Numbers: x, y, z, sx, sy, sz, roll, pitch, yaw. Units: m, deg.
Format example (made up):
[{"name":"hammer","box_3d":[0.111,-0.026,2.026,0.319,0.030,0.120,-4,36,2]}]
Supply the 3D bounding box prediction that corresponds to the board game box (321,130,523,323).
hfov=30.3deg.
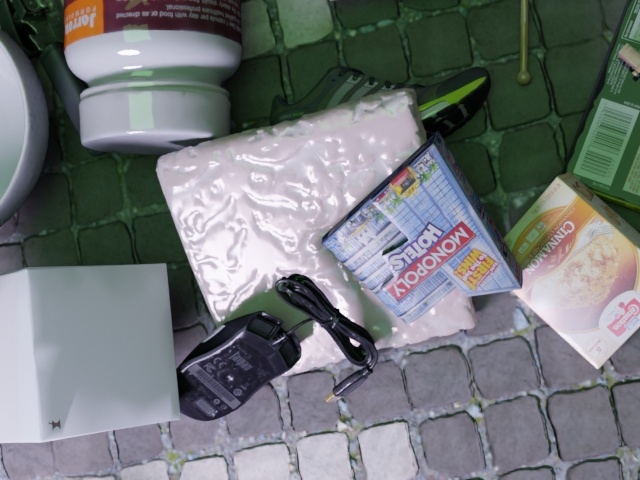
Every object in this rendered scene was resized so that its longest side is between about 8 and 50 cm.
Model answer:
[{"name":"board game box","box_3d":[0.131,0.011,1.368,0.194,0.060,0.194,44,112,-7]}]

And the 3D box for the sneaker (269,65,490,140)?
[{"name":"sneaker","box_3d":[0.064,-0.170,1.474,0.300,0.111,0.121,-17,79,12]}]

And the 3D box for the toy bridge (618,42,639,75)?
[{"name":"toy bridge","box_3d":[0.432,-0.265,1.382,0.063,0.026,0.188,43,97,13]}]

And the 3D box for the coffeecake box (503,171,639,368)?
[{"name":"coffeecake box","box_3d":[0.310,0.034,1.393,0.185,0.068,0.142,43,113,12]}]

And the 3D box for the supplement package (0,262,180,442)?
[{"name":"supplement package","box_3d":[-0.336,0.141,1.463,0.262,0.198,0.199,-11,83,46]}]

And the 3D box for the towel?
[{"name":"towel","box_3d":[0.000,0.000,1.449,0.331,0.053,0.317,-15,108,15]}]

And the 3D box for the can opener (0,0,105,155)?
[{"name":"can opener","box_3d":[-0.355,-0.233,1.621,0.095,0.076,0.283,-38,76,43]}]

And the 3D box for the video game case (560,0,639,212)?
[{"name":"video game case","box_3d":[0.449,-0.154,1.402,0.248,0.035,0.275,21,92,16]}]

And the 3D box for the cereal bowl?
[{"name":"cereal bowl","box_3d":[-0.513,-0.149,1.609,0.339,0.141,0.339,-1,87,17]}]

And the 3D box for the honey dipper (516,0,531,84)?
[{"name":"honey dipper","box_3d":[0.253,-0.274,1.468,0.030,0.030,0.161,1,91,15]}]

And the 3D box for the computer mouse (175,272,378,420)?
[{"name":"computer mouse","box_3d":[-0.056,0.152,1.467,0.184,0.060,0.262,39,115,-22]}]

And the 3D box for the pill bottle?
[{"name":"pill bottle","box_3d":[-0.213,-0.314,1.495,0.224,0.224,0.392,-3,85,15]}]
